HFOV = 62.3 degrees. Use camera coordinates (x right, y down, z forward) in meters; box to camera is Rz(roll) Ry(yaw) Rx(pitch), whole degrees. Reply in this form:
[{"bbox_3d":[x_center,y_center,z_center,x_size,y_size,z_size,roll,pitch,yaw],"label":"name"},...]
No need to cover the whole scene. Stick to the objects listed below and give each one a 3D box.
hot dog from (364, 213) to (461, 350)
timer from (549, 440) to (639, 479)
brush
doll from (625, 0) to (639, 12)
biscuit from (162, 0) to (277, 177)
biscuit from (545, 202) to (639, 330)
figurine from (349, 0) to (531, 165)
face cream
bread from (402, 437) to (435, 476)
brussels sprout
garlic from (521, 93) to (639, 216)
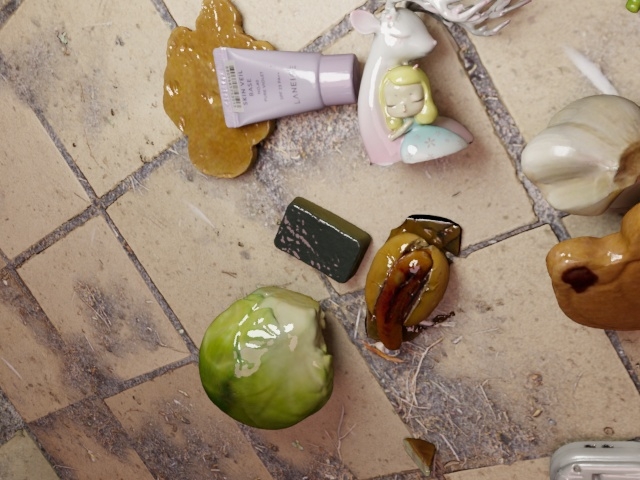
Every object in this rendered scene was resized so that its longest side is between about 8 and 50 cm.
[{"bbox_3d":[0.179,0.111,1.090,0.194,0.107,0.325,13,117,19],"label":"hot dog"},{"bbox_3d":[0.608,0.535,1.088,0.237,0.087,0.261,-10,108,28],"label":"timer"},{"bbox_3d":[0.000,0.000,1.151,0.197,0.059,0.123,29,119,11],"label":"brush"},{"bbox_3d":[0.582,-0.401,0.699,0.347,0.098,0.341,3,125,31],"label":"doll"},{"bbox_3d":[-0.211,-0.314,1.114,0.270,0.051,0.375,13,116,16],"label":"biscuit"},{"bbox_3d":[0.584,0.024,0.792,0.350,0.078,0.455,21,138,-29],"label":"biscuit"},{"bbox_3d":[0.192,-0.301,0.870,0.285,0.206,0.315,-1,117,31],"label":"figurine"},{"bbox_3d":[-0.065,-0.298,1.006,0.274,0.096,0.153,-1,118,14],"label":"face cream"},{"bbox_3d":[0.248,0.509,1.267,0.109,0.062,0.043,-143,47,-58],"label":"bread"},{"bbox_3d":[-0.117,0.265,1.218,0.345,0.268,0.343,0,108,1],"label":"brussels sprout"},{"bbox_3d":[0.448,-0.128,0.823,0.282,0.203,0.184,-5,79,-7],"label":"garlic"}]
